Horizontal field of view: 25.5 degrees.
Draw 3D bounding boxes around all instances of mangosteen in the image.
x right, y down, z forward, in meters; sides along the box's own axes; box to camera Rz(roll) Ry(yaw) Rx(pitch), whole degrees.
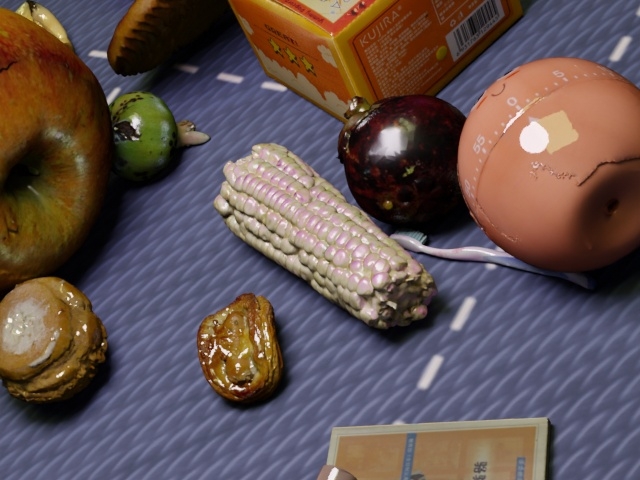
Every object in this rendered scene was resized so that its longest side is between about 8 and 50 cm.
[{"bbox_3d":[0.108,-0.105,1.692,0.172,0.172,0.184,-12,26,14],"label":"mangosteen"}]

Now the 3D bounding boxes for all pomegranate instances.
[{"bbox_3d":[-0.230,-0.142,1.921,0.161,0.122,0.122,-3,35,-31],"label":"pomegranate"}]

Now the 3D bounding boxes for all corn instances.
[{"bbox_3d":[0.002,-0.002,1.681,0.126,0.127,0.335,-40,50,-13],"label":"corn"}]

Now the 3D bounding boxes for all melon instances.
[{"bbox_3d":[-0.440,-0.281,2.158,0.128,0.079,0.160,-37,44,16],"label":"melon"}]

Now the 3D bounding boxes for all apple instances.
[{"bbox_3d":[-0.453,-0.123,1.776,0.374,0.384,0.374,0,31,0],"label":"apple"}]

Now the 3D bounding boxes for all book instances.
[{"bbox_3d":[0.114,0.261,1.460,0.241,0.018,0.170,-6,49,20],"label":"book"}]

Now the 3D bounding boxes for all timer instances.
[{"bbox_3d":[0.265,-0.083,1.550,0.229,0.230,0.215,-33,39,-6],"label":"timer"}]

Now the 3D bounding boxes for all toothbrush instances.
[{"bbox_3d":[0.196,0.021,1.634,0.269,0.021,0.027,14,63,33],"label":"toothbrush"}]

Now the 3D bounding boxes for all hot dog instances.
[{"bbox_3d":[-0.091,0.120,1.646,0.099,0.065,0.147,-25,46,16],"label":"hot dog"}]

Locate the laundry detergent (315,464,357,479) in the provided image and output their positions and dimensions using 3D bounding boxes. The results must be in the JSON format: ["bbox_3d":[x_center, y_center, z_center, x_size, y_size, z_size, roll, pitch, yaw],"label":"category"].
[{"bbox_3d":[0.008,0.344,1.384,0.171,0.076,0.237,14,62,28],"label":"laundry detergent"}]

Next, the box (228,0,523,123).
[{"bbox_3d":[0.065,-0.329,1.871,0.283,0.214,0.259,-42,49,-15],"label":"box"}]

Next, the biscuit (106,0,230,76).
[{"bbox_3d":[-0.169,-0.340,1.956,0.318,0.318,0.040,-41,85,-13],"label":"biscuit"}]

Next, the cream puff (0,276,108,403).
[{"bbox_3d":[-0.327,0.125,1.712,0.150,0.115,0.165,-10,57,26],"label":"cream puff"}]
